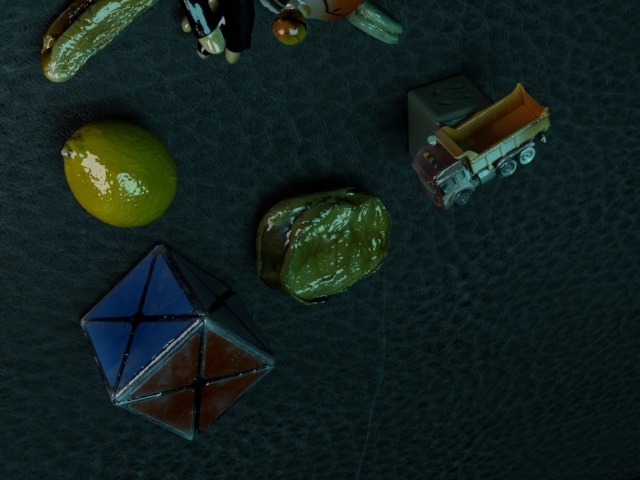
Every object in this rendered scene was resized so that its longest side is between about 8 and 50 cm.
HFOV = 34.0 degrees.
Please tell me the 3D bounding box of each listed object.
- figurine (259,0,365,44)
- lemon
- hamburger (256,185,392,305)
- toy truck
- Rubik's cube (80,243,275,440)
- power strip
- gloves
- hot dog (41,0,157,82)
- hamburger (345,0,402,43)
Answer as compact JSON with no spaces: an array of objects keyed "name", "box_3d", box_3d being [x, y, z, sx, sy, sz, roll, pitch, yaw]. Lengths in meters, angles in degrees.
[{"name":"figurine","box_3d":[-0.006,-0.474,1.694,0.323,0.196,0.320,-8,103,-72]},{"name":"lemon","box_3d":[-0.350,-0.119,1.835,0.187,0.187,0.244,-46,132,10]},{"name":"hamburger","box_3d":[0.001,0.002,2.185,0.285,0.134,0.265,-14,125,-28]},{"name":"toy truck","box_3d":[0.313,-0.180,2.033,0.270,0.114,0.135,-33,138,-3]},{"name":"Rubik's cube","box_3d":[-0.283,0.203,2.095,0.259,0.260,0.255,-41,137,8]},{"name":"power strip","box_3d":[0.269,-0.206,2.164,0.140,0.139,0.224,-21,133,-16]},{"name":"gloves","box_3d":[-0.185,-0.413,1.685,0.152,0.197,0.301,-1,135,3]},{"name":"hot dog","box_3d":[-0.367,-0.358,1.698,0.242,0.084,0.073,-39,137,5]},{"name":"hamburger","box_3d":[0.109,-0.404,1.944,0.121,0.084,0.054,20,112,-42]}]
